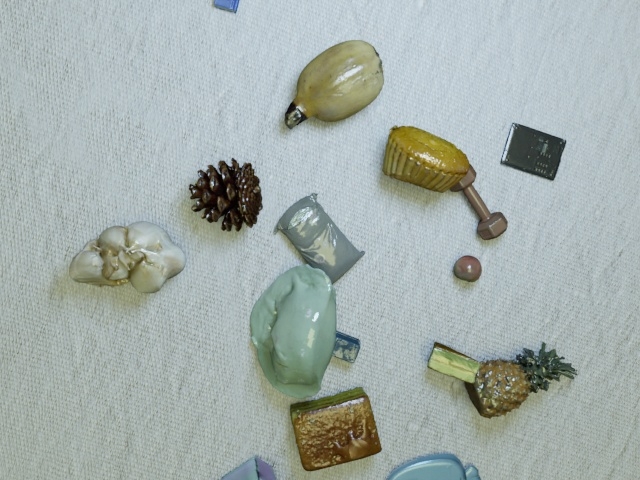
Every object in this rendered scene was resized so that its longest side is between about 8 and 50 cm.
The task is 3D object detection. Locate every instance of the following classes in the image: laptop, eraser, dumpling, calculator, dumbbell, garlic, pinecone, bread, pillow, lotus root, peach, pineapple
[{"bbox_3d":[0.630,-0.262,1.668,0.180,0.016,0.129,16,92,-7],"label":"laptop"},{"bbox_3d":[-0.246,-0.660,1.510,0.063,0.027,0.085,12,93,-10],"label":"eraser"},{"bbox_3d":[-0.050,0.257,1.546,0.211,0.270,0.321,30,66,-31],"label":"dumpling"},{"bbox_3d":[0.342,0.744,1.709,0.302,0.042,0.189,-8,95,-4],"label":"calculator"},{"bbox_3d":[0.451,-0.109,1.624,0.082,0.092,0.231,-41,101,-30],"label":"dumbbell"},{"bbox_3d":[-0.491,0.035,1.459,0.280,0.203,0.185,9,75,-5],"label":"garlic"},{"bbox_3d":[-0.248,-0.119,1.487,0.207,0.208,0.208,-1,95,-7],"label":"pinecone"},{"bbox_3d":[0.386,0.353,1.635,0.139,0.084,0.074,17,93,13],"label":"bread"},{"bbox_3d":[0.000,0.000,1.588,0.169,0.059,0.255,-42,98,-5],"label":"pillow"},{"bbox_3d":[0.029,-0.406,1.506,0.309,0.183,0.183,-31,98,2],"label":"lotus root"},{"bbox_3d":[0.283,-0.216,1.526,0.239,0.240,0.139,18,111,-9],"label":"bread"},{"bbox_3d":[0.042,0.543,1.617,0.234,0.110,0.184,-14,96,-5],"label":"bread"},{"bbox_3d":[0.429,0.081,1.640,0.083,0.083,0.083,-1,95,-7],"label":"peach"},{"bbox_3d":[0.597,0.399,1.656,0.340,0.169,0.169,-16,97,-8],"label":"pineapple"}]

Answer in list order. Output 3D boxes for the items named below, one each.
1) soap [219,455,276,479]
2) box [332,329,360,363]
[{"bbox_3d":[-0.256,0.852,1.582,0.261,0.156,0.446,38,90,-9],"label":"soap"},{"bbox_3d":[0.066,0.311,1.626,0.099,0.054,0.074,22,94,-9],"label":"box"}]
